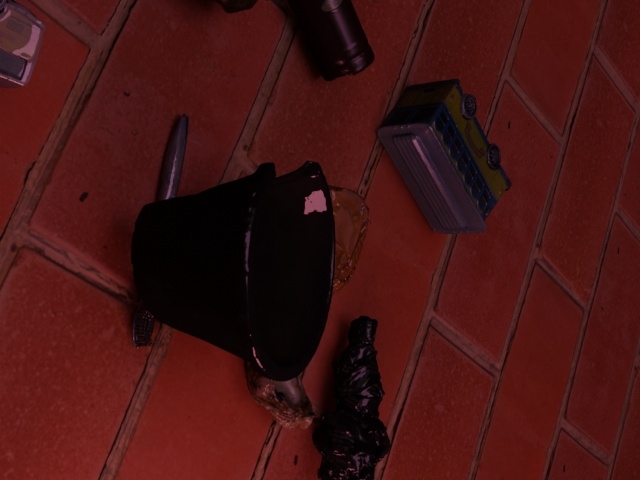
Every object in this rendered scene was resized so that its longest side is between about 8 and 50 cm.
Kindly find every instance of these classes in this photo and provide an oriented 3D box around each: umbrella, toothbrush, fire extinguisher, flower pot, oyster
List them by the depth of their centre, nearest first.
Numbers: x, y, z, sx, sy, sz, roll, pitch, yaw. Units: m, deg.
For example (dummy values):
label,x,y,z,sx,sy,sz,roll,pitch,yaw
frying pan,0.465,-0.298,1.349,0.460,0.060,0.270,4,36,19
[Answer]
label,x,y,z,sx,sy,sz,roll,pitch,yaw
flower pot,-0.147,0.042,1.664,0.379,0.251,0.380,2,90,-71
toothbrush,-0.268,-0.021,1.742,0.035,0.042,0.414,21,73,-45
oyster,-0.087,0.210,1.913,0.166,0.094,0.295,11,69,-62
fire extinguisher,-0.012,-0.473,1.958,0.337,0.114,0.135,64,28,-24
umbrella,0.055,0.324,2.039,0.128,0.154,0.337,82,3,-70

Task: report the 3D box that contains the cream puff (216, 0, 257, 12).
label,x,y,z,sx,sy,sz,roll,pitch,yaw
cream puff,-0.150,-0.520,1.754,0.244,0.196,0.244,-29,152,-17

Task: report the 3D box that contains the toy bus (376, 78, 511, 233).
label,x,y,z,sx,sy,sz,roll,pitch,yaw
toy bus,0.278,-0.181,2.247,0.312,0.152,0.190,56,51,-30

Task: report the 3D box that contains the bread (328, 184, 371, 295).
label,x,y,z,sx,sy,sz,roll,pitch,yaw
bread,-0.003,0.002,1.945,0.240,0.139,0.240,3,86,-55

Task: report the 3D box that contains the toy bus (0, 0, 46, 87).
label,x,y,z,sx,sy,sz,roll,pitch,yaw
toy bus,-0.547,-0.322,1.403,0.342,0.097,0.138,19,83,-47
